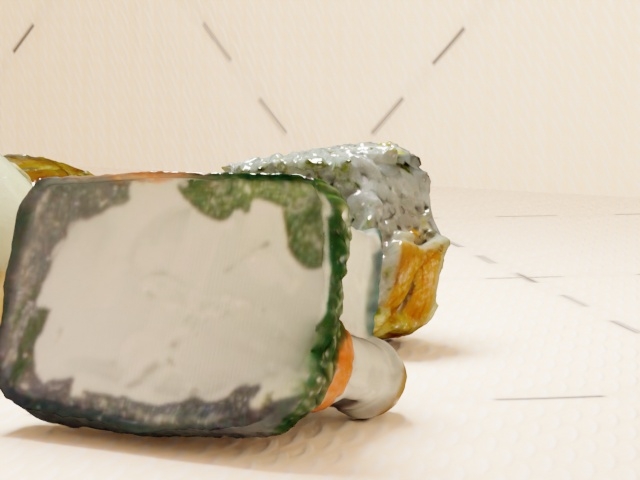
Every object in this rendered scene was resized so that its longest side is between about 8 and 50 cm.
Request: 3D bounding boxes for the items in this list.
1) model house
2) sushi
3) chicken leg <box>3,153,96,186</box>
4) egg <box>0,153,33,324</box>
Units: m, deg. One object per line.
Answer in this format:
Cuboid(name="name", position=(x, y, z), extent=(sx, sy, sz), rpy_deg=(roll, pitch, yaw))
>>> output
Cuboid(name="model house", position=(-0.052, 0.065, 1.520), extent=(0.271, 0.190, 0.301), rpy_deg=(-1, -10, 29))
Cuboid(name="sushi", position=(0.000, 0.000, 1.853), extent=(0.274, 0.184, 0.139), rpy_deg=(4, 6, 42))
Cuboid(name="chicken leg", position=(-0.265, -0.012, 2.181), extent=(0.211, 0.140, 0.361), rpy_deg=(42, 16, 29))
Cuboid(name="egg", position=(-0.338, 0.013, 1.699), extent=(0.244, 0.201, 0.201), rpy_deg=(-12, 7, -1))
